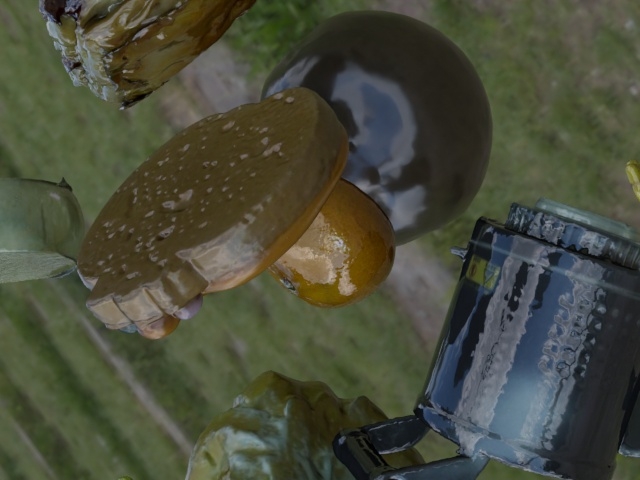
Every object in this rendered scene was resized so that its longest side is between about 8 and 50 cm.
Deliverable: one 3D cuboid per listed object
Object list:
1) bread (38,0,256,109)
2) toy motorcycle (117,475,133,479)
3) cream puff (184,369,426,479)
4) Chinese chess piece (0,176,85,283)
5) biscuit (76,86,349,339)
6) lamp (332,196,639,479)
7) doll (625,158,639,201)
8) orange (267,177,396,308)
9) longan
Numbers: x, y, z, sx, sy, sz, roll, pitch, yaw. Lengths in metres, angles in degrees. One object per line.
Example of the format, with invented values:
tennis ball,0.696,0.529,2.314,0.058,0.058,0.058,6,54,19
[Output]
bread,-0.133,-0.292,1.298,0.167,0.324,0.277,31,169,5
toy motorcycle,-0.258,0.371,1.515,0.206,0.342,0.142,14,100,31
cream puff,-0.023,0.351,1.449,0.275,0.378,0.378,-35,92,35
Chinese chess piece,-0.319,-0.007,1.239,0.188,0.188,0.083,133,132,-76
biscuit,-0.059,-0.009,0.711,0.050,0.170,0.170,50,169,-27
lamp,0.208,0.094,1.262,0.205,0.374,0.272,-150,58,-76
doll,0.280,-0.072,0.796,0.145,0.188,0.096,44,-147,-71
orange,0.000,0.000,1.328,0.156,0.124,0.156,31,168,7
longan,0.068,-0.138,1.609,0.297,0.297,0.297,49,165,18
